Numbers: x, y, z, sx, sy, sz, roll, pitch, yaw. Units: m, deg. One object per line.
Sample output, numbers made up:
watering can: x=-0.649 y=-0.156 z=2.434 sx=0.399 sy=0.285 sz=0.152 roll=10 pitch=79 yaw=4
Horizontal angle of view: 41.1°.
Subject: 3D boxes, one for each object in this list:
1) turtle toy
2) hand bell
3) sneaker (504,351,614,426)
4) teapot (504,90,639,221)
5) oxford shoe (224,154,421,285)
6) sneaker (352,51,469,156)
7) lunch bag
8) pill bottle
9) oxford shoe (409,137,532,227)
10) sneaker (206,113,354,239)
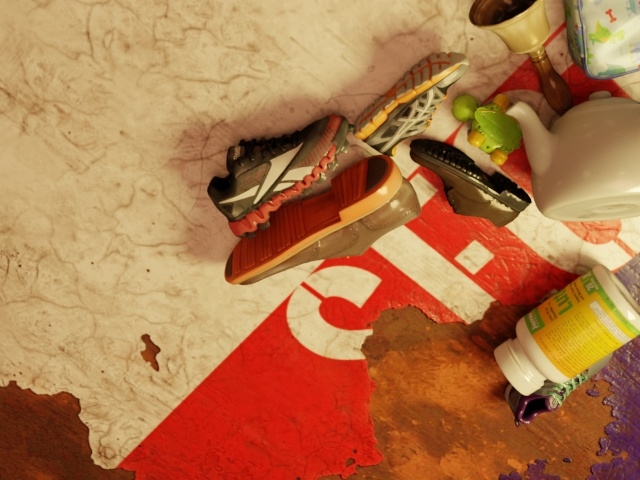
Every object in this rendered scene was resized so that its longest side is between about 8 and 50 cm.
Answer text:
turtle toy: x=0.267 y=-0.186 z=1.360 sx=0.130 sy=0.066 sz=0.095 roll=35 pitch=90 yaw=-13
hand bell: x=0.336 y=-0.276 z=1.304 sx=0.126 sy=0.126 sz=0.242 roll=-29 pitch=125 yaw=16
sneaker: x=0.450 y=0.269 z=1.577 sx=0.224 sy=0.098 sz=0.083 roll=-37 pitch=111 yaw=19
teapot: x=0.447 y=-0.138 z=1.316 sx=0.253 sy=0.256 sz=0.187 roll=-8 pitch=78 yaw=29
oxford shoe: x=0.000 y=0.000 z=1.437 sx=0.364 sy=0.130 sz=0.133 roll=-27 pitch=129 yaw=23
sneaker: x=0.152 y=-0.215 z=1.345 sx=0.215 sy=0.084 sz=0.083 roll=-36 pitch=114 yaw=29
lunch bag: x=0.451 y=-0.358 z=1.254 sx=0.176 sy=0.090 sz=0.218 roll=-13 pitch=118 yaw=4
pill bottle: x=0.433 y=0.164 z=1.500 sx=0.246 sy=0.136 sz=0.136 roll=-39 pitch=110 yaw=19
oxford shoe: x=0.231 y=-0.087 z=1.406 sx=0.227 sy=0.082 sz=0.096 roll=31 pitch=119 yaw=-13
sneaker: x=-0.075 y=-0.124 z=1.384 sx=0.276 sy=0.097 sz=0.135 roll=-38 pitch=113 yaw=20
